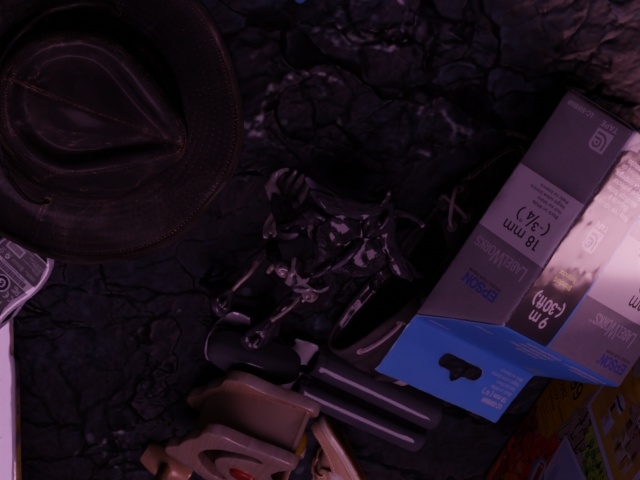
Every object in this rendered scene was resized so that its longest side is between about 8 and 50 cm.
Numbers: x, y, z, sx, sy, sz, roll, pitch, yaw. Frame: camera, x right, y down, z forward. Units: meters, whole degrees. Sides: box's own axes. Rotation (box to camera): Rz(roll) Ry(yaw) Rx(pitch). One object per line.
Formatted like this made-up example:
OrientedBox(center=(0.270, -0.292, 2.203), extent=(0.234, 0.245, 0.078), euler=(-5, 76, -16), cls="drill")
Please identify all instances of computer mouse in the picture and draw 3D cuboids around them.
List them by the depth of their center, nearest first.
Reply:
OrientedBox(center=(-0.353, 0.065, 1.902), extent=(0.193, 0.042, 0.106), euler=(-44, 94, 8), cls="computer mouse")

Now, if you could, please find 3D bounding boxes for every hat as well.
OrientedBox(center=(-0.209, -0.124, 1.675), extent=(0.331, 0.134, 0.331), euler=(-3, 97, -22), cls="hat")

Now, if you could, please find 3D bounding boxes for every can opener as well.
OrientedBox(center=(0.001, 0.165, 1.979), extent=(0.283, 0.095, 0.076), euler=(25, 120, -12), cls="can opener")

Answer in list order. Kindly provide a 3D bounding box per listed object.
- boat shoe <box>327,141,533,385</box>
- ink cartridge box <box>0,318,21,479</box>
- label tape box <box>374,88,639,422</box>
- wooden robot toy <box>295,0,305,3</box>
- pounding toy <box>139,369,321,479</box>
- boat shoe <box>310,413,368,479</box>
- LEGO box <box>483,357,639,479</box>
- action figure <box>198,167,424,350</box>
OrientedBox(center=(0.121, 0.024, 1.883), extent=(0.095, 0.112, 0.335), euler=(19, 125, -22), cls="boat shoe")
OrientedBox(center=(-0.481, 0.203, 1.964), extent=(0.303, 0.072, 0.307), euler=(1, 96, -4), cls="ink cartridge box")
OrientedBox(center=(0.242, 0.048, 1.796), extent=(0.240, 0.106, 0.333), euler=(27, 99, -49), cls="label tape box")
OrientedBox(center=(0.031, -0.272, 1.716), extent=(0.173, 0.076, 0.079), euler=(-26, 157, 13), cls="wooden robot toy")
OrientedBox(center=(-0.094, 0.254, 1.968), extent=(0.154, 0.155, 0.269), euler=(29, 156, -15), cls="pounding toy")
OrientedBox(center=(0.018, 0.272, 2.074), extent=(0.059, 0.063, 0.170), euler=(-22, 124, 4), cls="boat shoe")
OrientedBox(center=(0.370, 0.315, 1.864), extent=(0.193, 0.500, 0.372), euler=(20, 120, -17), cls="LEGO box")
OrientedBox(center=(0.000, 0.000, 1.844), extent=(0.164, 0.141, 0.276), euler=(38, 130, -23), cls="action figure")
